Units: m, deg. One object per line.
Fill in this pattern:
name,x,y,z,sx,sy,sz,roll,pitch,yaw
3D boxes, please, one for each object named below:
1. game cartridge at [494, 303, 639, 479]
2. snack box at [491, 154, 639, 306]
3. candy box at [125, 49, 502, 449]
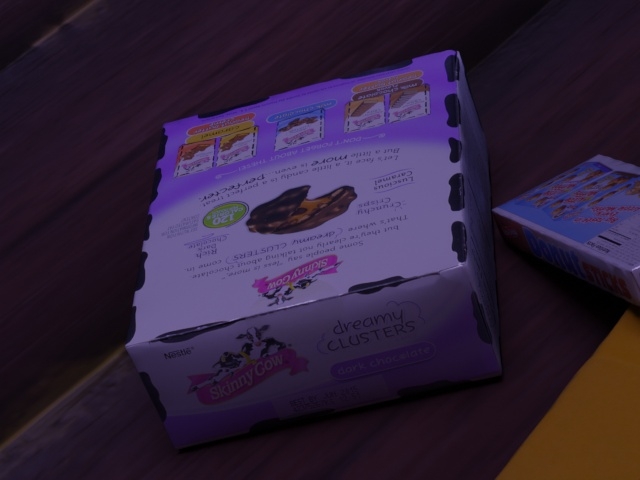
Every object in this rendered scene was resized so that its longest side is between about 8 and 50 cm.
game cartridge,0.162,0.155,0.686,0.285,0.052,0.323,12,49,40
snack box,0.137,-0.008,0.894,0.064,0.022,0.178,-28,15,-8
candy box,0.000,0.000,0.967,0.165,0.070,0.196,-13,34,12
